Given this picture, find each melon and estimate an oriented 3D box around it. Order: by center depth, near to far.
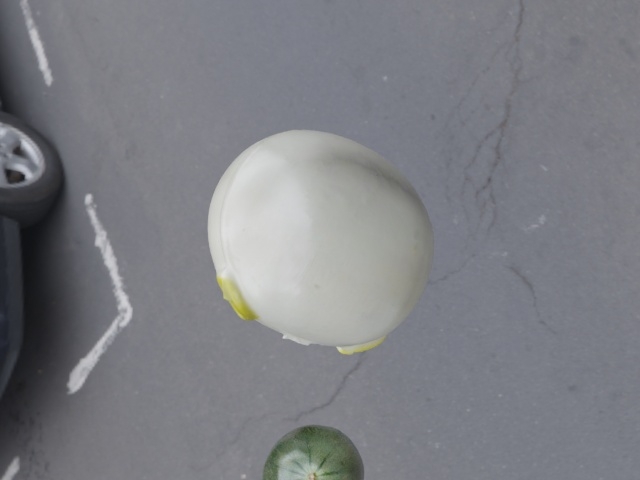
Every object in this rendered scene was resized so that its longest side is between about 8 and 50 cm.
[{"bbox_3d":[-0.008,0.262,0.758,0.114,0.167,0.114,0,78,-1],"label":"melon"}]

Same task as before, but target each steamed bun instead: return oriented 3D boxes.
[{"bbox_3d":[0.003,0.000,1.078,0.334,0.374,0.334,-40,37,39],"label":"steamed bun"}]
